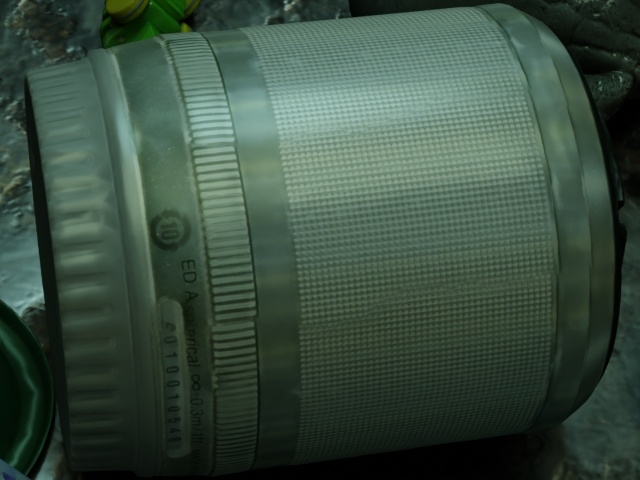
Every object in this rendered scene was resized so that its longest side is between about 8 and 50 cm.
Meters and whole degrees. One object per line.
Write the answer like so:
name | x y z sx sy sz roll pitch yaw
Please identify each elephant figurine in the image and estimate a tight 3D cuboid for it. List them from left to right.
elephant figurine | 0.144 -0.135 1.047 0.239 0.169 0.186 20 44 15

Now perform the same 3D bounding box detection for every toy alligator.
toy alligator | -0.110 -0.165 1.125 0.051 0.056 0.190 -23 46 28

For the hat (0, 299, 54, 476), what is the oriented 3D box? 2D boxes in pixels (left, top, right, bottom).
hat | -0.237 0.036 0.868 0.208 0.183 0.173 -9 54 -13

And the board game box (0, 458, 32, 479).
board game box | -0.212 0.125 0.807 0.201 0.035 0.136 41 34 -26

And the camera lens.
camera lens | 0.000 0.000 0.899 0.274 0.219 0.219 -7 53 -11
